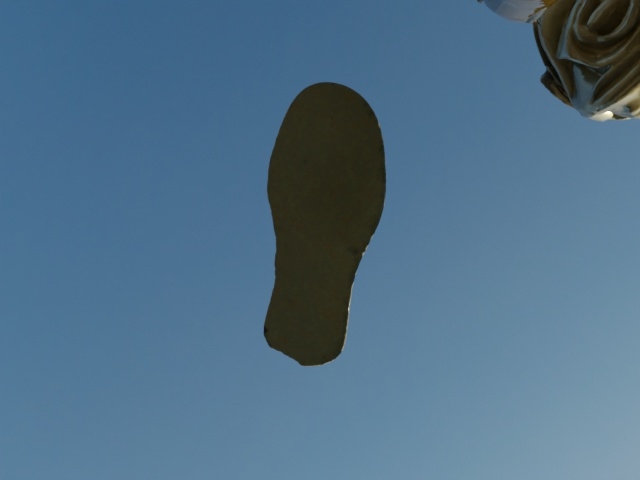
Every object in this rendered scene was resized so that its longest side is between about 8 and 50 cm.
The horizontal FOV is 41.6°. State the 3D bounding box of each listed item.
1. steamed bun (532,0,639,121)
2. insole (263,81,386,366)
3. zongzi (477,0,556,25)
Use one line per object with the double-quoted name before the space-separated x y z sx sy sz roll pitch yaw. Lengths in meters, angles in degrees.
"steamed bun" 0.301 -0.215 0.837 0.211 0.144 0.218 -24 -104 43
"insole" 0.000 0.000 0.482 0.065 0.004 0.197 8 -54 3
"zongzi" 0.192 -0.264 0.665 0.081 0.189 0.178 32 -83 6
